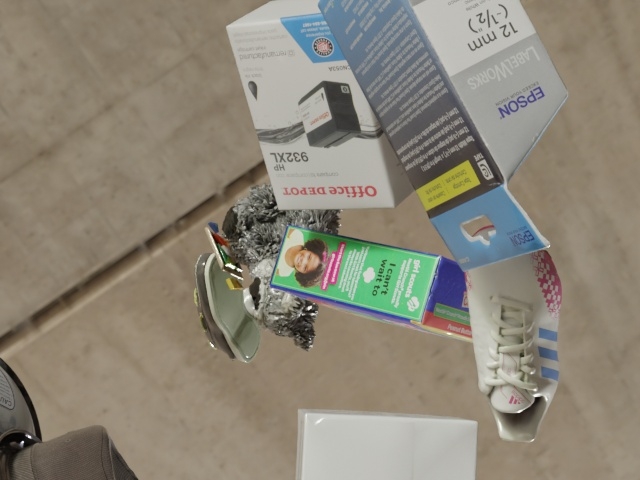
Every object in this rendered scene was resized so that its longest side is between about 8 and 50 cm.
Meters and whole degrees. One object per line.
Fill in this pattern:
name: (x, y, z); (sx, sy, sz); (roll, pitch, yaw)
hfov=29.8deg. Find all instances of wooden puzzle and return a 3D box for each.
wooden puzzle: (-0.129, 0.019, 1.645); (0.116, 0.014, 0.078); (63, -170, 18)

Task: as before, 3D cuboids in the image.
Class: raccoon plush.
raccoon plush: (0.000, 0.000, 2.386); (0.299, 0.446, 0.216); (48, -179, 42)

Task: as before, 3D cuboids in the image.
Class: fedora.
fedora: (-0.273, 0.309, 1.420); (0.244, 0.124, 0.275); (59, 178, -2)

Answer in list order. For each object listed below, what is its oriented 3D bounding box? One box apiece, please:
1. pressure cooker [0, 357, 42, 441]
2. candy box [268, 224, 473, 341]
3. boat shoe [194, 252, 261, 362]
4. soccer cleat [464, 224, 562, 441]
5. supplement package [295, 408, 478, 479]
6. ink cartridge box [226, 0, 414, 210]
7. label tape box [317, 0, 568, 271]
pressure cooker: (-0.612, 0.327, 1.754); (0.370, 0.420, 0.376); (-27, -81, -54)
candy box: (0.124, 0.079, 1.994); (0.317, 0.122, 0.268); (10, 173, 39)
boat shoe: (-0.152, 0.098, 1.778); (0.068, 0.081, 0.228); (13, 143, 26)
soccer cleat: (0.247, 0.128, 1.521); (0.331, 0.116, 0.143); (70, -152, -43)
supplement package: (0.070, 0.335, 1.417); (0.145, 0.204, 0.262); (133, 140, -83)
ink cartridge box: (0.015, -0.207, 1.821); (0.223, 0.129, 0.308); (0, 117, 34)
label tape box: (0.141, -0.153, 1.240); (0.348, 0.115, 0.249); (60, 167, 1)
